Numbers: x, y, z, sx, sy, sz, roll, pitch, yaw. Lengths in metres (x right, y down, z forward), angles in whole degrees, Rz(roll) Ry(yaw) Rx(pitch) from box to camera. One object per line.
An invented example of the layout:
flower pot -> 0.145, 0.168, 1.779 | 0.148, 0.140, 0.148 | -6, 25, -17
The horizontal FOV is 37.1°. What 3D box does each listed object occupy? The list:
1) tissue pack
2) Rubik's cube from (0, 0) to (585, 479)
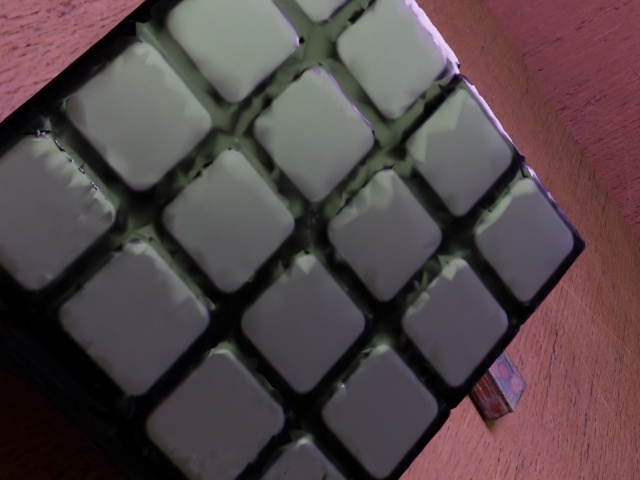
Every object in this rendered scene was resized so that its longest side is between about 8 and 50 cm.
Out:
tissue pack -> 0.262, 0.197, 1.511 | 0.148, 0.060, 0.108 | 59, 29, 0
Rubik's cube -> -0.082, -0.002, 0.730 | 0.344, 0.344, 0.337 | -47, 109, -20
